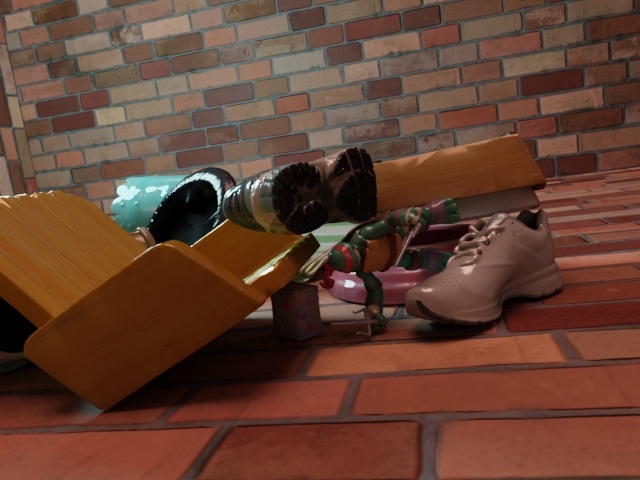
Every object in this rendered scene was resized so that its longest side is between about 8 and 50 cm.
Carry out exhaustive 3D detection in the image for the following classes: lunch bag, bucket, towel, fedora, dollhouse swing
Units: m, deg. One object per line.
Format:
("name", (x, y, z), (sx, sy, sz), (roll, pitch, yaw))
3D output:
("lunch bag", (-0.039, 0.095, 0.770), (0.053, 0.071, 0.083), (-13, 8, -41))
("bucket", (-0.420, -0.053, 1.521), (0.183, 0.281, 0.281), (-5, 9, 14))
("towel", (0.000, 0.000, 1.258), (0.325, 0.038, 0.248), (-35, 22, -35))
("fedora", (-0.248, 0.004, 1.196), (0.153, 0.334, 0.334), (29, -19, -39))
("dollhouse swing", (-0.227, -0.010, 0.732), (0.315, 0.305, 0.347), (-35, 2, 13))

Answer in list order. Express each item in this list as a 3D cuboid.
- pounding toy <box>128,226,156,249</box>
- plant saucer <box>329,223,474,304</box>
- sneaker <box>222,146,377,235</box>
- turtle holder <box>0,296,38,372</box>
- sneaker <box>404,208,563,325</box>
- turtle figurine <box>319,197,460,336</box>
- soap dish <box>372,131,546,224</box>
("pounding toy", (-0.415, 0.063, 1.077), (0.270, 0.154, 0.155), (-1, 11, 44))
("plant saucer", (0.174, 0.030, 0.978), (0.332, 0.084, 0.332), (-8, 9, 1))
("sneaker", (-0.019, -0.069, 0.761), (0.122, 0.110, 0.283), (-2, 5, 35))
("turtle holder", (-0.463, 0.091, 0.805), (0.228, 0.243, 0.320), (12, -20, 28))
("sneaker", (0.219, 0.033, 0.750), (0.297, 0.129, 0.111), (-16, 12, -39))
("turtle figurine", (0.091, 0.017, 0.731), (0.234, 0.175, 0.118), (-18, 46, -40))
("soap dish", (0.220, -0.090, 0.926), (0.291, 0.118, 0.229), (-10, -1, 22))
